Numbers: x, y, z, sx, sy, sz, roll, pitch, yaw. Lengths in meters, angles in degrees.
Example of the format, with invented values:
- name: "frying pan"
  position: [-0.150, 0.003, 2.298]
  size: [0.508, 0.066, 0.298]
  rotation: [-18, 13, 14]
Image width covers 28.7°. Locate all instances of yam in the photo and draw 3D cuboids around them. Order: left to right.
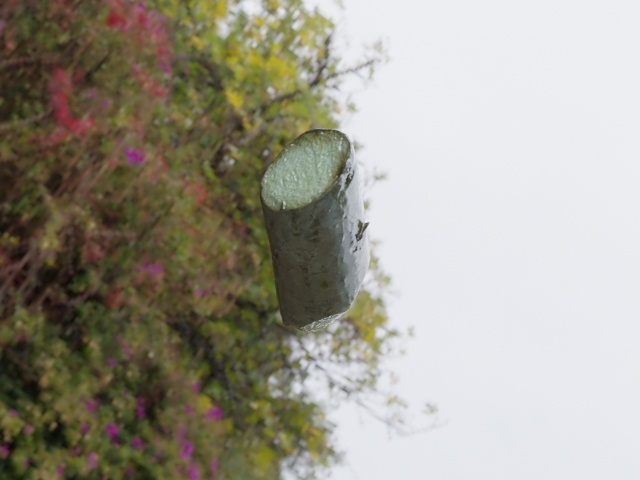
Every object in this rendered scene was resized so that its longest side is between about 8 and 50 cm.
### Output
- name: "yam"
  position: [0.000, 0.000, 0.814]
  size: [0.070, 0.069, 0.146]
  rotation: [16, -44, 26]
